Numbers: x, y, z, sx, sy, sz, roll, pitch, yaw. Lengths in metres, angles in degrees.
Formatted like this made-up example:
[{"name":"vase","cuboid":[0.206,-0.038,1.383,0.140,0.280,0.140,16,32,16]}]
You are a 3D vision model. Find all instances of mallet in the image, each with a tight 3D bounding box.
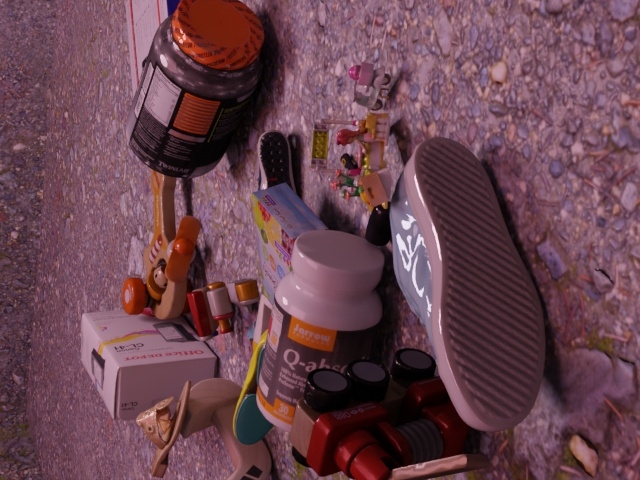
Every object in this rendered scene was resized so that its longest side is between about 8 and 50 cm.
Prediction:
[{"name":"mallet","cuboid":[0.068,-0.077,1.446,0.062,0.039,0.189,112,149,-41]}]

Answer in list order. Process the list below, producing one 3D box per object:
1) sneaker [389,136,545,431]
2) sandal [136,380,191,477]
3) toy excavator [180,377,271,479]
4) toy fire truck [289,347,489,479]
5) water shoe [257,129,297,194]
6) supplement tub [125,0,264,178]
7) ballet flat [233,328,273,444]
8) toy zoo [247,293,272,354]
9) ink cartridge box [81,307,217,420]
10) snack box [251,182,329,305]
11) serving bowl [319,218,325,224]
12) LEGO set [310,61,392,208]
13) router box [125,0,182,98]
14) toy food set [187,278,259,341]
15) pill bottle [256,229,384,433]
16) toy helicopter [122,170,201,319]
[{"name":"sneaker","cuboid":[0.164,0.065,1.173,0.150,0.135,0.366,118,151,-57]},{"name":"sandal","cuboid":[-0.305,0.350,1.819,0.088,0.079,0.240,-91,19,-53]},{"name":"toy excavator","cuboid":[-0.144,0.492,1.728,0.433,0.445,0.222,31,129,11]},{"name":"toy fire truck","cuboid":[0.114,0.238,1.182,0.246,0.217,0.158,39,126,43]},{"name":"water shoe","cuboid":[-0.073,-0.091,1.711,0.080,0.073,0.203,-89,0,-84]},{"name":"supplement tub","cuboid":[-0.234,-0.289,1.846,0.338,0.207,0.207,-56,44,49]},{"name":"ballet flat","cuboid":[-0.097,0.246,1.696,0.077,0.077,0.231,-96,20,-61]},{"name":"toy zoo","cuboid":[-0.061,0.215,1.721,0.293,0.030,0.192,31,119,60]},{"name":"ink cartridge box","cuboid":[-0.381,0.260,2.152,0.306,0.226,0.131,32,121,58]},{"name":"snack box","cuboid":[-0.042,0.039,1.578,0.174,0.070,0.207,-133,30,-53]},{"name":"serving bowl","cuboid":[0.000,0.000,1.580,0.083,0.027,0.083,164,90,-72]},{"name":"LEGO set","cuboid":[0.038,-0.114,1.321,0.287,0.107,0.132,-85,-1,-48]},{"name":"router box","cuboid":[-0.353,-0.467,2.214,0.301,0.082,0.335,-24,70,62]},{"name":"toy food set","cuboid":[-0.185,0.138,1.886,0.232,0.111,0.104,-7,97,63]},{"name":"pill bottle","cuboid":[0.002,0.136,1.444,0.162,0.162,0.278,48,133,53]},{"name":"toy helicopter","cuboid":[-0.338,-0.004,2.157,0.235,0.140,0.355,-20,71,60]}]
